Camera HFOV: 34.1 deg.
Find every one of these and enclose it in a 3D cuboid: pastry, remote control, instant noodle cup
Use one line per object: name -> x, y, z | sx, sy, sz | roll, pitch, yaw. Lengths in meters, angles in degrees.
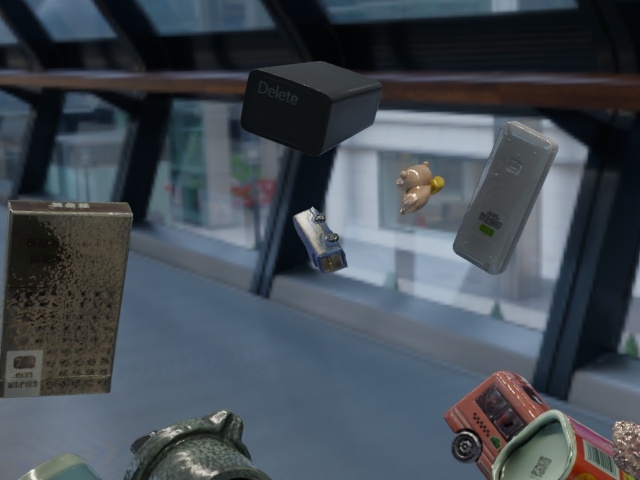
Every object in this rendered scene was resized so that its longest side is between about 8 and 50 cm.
pastry -> 0.599, 0.395, 1.729 | 0.265, 0.103, 0.112 | 31, -5, -16
remote control -> 0.306, -0.069, 1.742 | 0.103, 0.250, 0.034 | 32, 24, 30
instant noodle cup -> 0.506, 0.495, 1.982 | 0.308, 0.294, 0.294 | 38, -1, -16

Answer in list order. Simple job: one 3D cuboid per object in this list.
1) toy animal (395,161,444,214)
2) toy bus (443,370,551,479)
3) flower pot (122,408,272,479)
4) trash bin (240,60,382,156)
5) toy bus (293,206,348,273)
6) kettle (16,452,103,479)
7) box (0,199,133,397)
toy animal -> 0.181, -0.106, 2.079 | 0.114, 0.082, 0.091 | -44, 15, -33
toy bus -> 0.488, 0.513, 2.369 | 0.427, 0.233, 0.203 | 52, 16, 30
flower pot -> -0.231, 0.485, 2.066 | 0.299, 0.299, 0.283 | -8, 17, -32
trash bin -> -0.008, -0.246, 1.852 | 0.165, 0.115, 0.225 | 22, 26, 22
toy bus -> 0.000, 0.000, 1.830 | 0.061, 0.051, 0.153 | -24, 37, -5
kettle -> -0.422, 0.602, 1.822 | 0.342, 0.319, 0.247 | 41, 23, 18
box -> -0.394, 0.094, 1.590 | 0.180, 0.325, 0.047 | 1, 28, -24
